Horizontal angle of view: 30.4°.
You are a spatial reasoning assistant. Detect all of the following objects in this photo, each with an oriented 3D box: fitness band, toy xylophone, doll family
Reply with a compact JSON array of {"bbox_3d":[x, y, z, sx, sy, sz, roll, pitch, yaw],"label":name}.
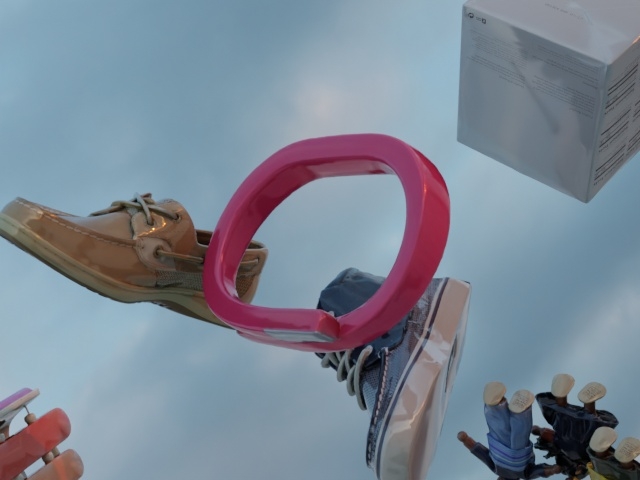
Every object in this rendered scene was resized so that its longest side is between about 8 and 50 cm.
[{"bbox_3d":[0.000,0.000,1.107,0.054,0.291,0.209,34,-110,-36],"label":"fitness band"},{"bbox_3d":[-0.315,0.326,1.401,0.081,0.322,0.236,-24,11,18],"label":"toy xylophone"},{"bbox_3d":[0.194,0.167,0.873,0.076,0.193,0.111,-41,-42,-30],"label":"doll family"}]

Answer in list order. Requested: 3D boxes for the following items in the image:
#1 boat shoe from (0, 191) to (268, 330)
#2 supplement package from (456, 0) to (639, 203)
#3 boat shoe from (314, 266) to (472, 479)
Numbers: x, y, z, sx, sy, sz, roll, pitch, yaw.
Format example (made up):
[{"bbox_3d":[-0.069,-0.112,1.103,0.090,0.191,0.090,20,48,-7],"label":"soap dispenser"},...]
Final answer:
[{"bbox_3d":[-0.186,0.001,1.215,0.341,0.122,0.110,23,-86,-52],"label":"boat shoe"},{"bbox_3d":[0.282,-0.193,1.384,0.149,0.194,0.203,-40,-35,-31],"label":"supplement package"},{"bbox_3d":[0.054,0.134,1.218,0.340,0.158,0.127,-55,-29,-64],"label":"boat shoe"}]
